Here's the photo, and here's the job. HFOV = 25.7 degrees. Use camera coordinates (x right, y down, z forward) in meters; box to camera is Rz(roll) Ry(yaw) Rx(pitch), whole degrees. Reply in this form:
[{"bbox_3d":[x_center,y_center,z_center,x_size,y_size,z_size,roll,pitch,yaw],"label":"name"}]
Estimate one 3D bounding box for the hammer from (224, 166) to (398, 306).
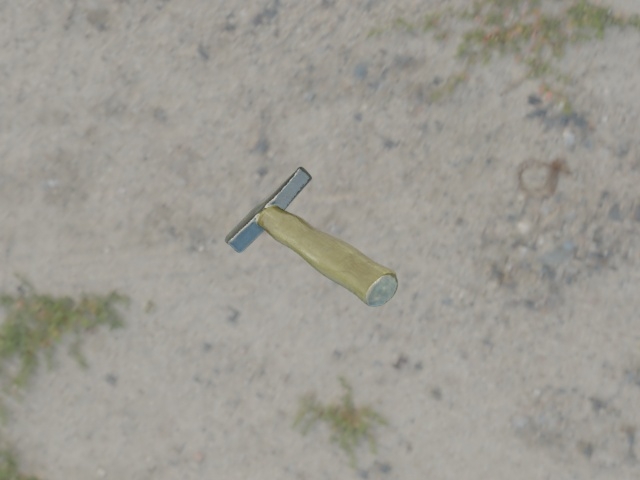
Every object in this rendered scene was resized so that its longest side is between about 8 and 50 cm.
[{"bbox_3d":[0.000,0.000,0.724,0.062,0.199,0.013,-46,112,-5],"label":"hammer"}]
